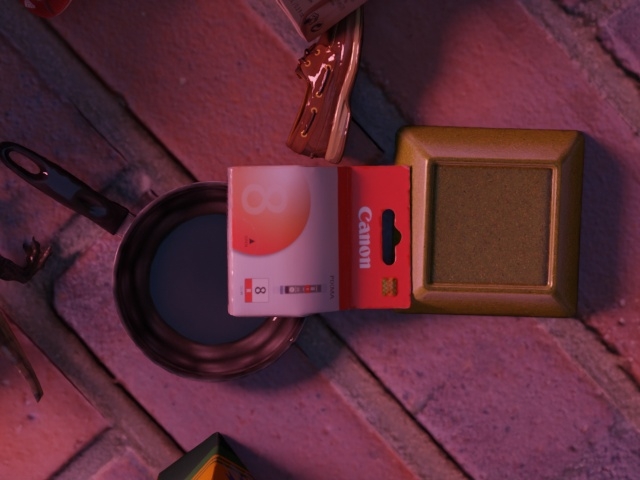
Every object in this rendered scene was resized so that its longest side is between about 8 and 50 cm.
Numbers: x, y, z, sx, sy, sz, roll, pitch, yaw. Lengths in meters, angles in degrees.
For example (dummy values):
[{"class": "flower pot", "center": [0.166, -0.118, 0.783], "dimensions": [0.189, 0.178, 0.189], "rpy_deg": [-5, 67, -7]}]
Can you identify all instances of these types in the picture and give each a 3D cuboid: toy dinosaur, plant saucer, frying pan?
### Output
[{"class": "toy dinosaur", "center": [-0.332, 0.023, 1.673], "dimensions": [0.268, 0.064, 0.118], "rpy_deg": [50, 54, -21]}, {"class": "plant saucer", "center": [0.166, -0.016, 1.703], "dimensions": [0.188, 0.045, 0.188], "rpy_deg": [2, 95, -1]}, {"class": "frying pan", "center": [-0.168, 0.028, 1.697], "dimensions": [0.326, 0.053, 0.197], "rpy_deg": [11, 94, -2]}]

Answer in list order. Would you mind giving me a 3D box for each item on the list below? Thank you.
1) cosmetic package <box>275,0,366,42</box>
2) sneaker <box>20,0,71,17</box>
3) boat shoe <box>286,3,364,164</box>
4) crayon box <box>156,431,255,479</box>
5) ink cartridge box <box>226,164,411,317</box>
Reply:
[{"class": "cosmetic package", "center": [0.054, -0.341, 1.607], "dimensions": [0.296, 0.129, 0.153], "rpy_deg": [-35, 67, 3]}, {"class": "sneaker", "center": [-0.196, -0.311, 1.616], "dimensions": [0.087, 0.128, 0.221], "rpy_deg": [47, 123, -3]}, {"class": "boat shoe", "center": [0.006, -0.165, 1.677], "dimensions": [0.060, 0.064, 0.178], "rpy_deg": [9, 98, -4]}, {"class": "crayon box", "center": [-0.069, 0.307, 1.591], "dimensions": [0.083, 0.323, 0.203], "rpy_deg": [-36, 95, 2]}, {"class": "ink cartridge box", "center": [0.000, 0.000, 1.666], "dimensions": [0.179, 0.045, 0.145], "rpy_deg": [-1, 93, -3]}]
